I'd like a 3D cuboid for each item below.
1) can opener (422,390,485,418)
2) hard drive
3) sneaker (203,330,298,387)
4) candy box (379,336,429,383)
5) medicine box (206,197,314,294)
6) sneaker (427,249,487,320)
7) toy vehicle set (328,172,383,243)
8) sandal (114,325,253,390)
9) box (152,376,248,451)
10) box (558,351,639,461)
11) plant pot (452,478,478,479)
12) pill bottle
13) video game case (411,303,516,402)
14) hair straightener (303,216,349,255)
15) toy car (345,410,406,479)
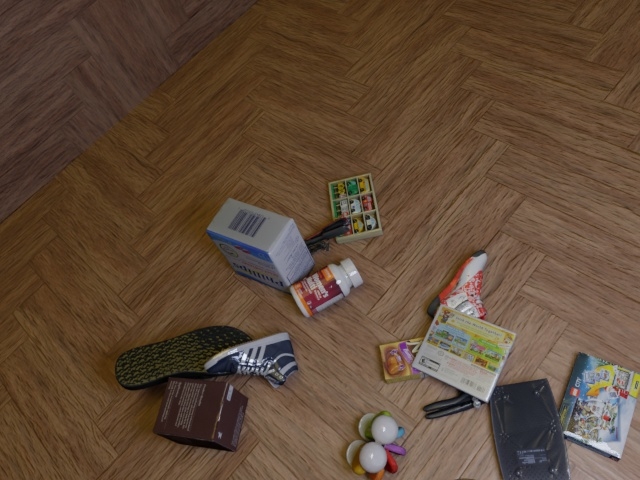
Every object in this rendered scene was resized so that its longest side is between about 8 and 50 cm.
[{"bbox_3d":[0.378,0.457,1.459,0.186,0.073,0.059,-25,94,3],"label":"can opener"},{"bbox_3d":[0.538,0.497,1.347,0.172,0.054,0.254,-20,53,29],"label":"hard drive"},{"bbox_3d":[-0.202,0.388,1.593,0.282,0.099,0.153,-15,70,-25],"label":"sneaker"},{"bbox_3d":[0.277,0.351,1.553,0.187,0.053,0.109,-12,55,8],"label":"candy box"},{"bbox_3d":[-0.195,0.025,1.763,0.264,0.289,0.149,19,63,27],"label":"medicine box"},{"bbox_3d":[0.463,0.164,1.595,0.145,0.090,0.270,37,78,31],"label":"sneaker"},{"bbox_3d":[0.124,-0.120,1.913,0.166,0.035,0.266,-13,55,9],"label":"toy vehicle set"},{"bbox_3d":[-0.424,0.382,1.692,0.446,0.107,0.167,-8,59,-4],"label":"sandal"},{"bbox_3d":[-0.354,0.521,1.567,0.203,0.167,0.168,1,58,18],"label":"box"},{"bbox_3d":[0.725,0.428,1.369,0.159,0.044,0.233,19,66,27],"label":"box"},{"bbox_3d":[0.372,0.717,1.300,0.237,0.032,0.236,-8,57,12],"label":"plant pot"},{"bbox_3d":[0.020,0.151,1.718,0.221,0.121,0.121,-30,55,-3],"label":"pill bottle"},{"bbox_3d":[0.402,0.311,1.471,0.227,0.026,0.206,21,73,31],"label":"video game case"},{"bbox_3d":[0.000,0.000,1.841,0.231,0.047,0.089,-24,53,19],"label":"hair straightener"},{"bbox_3d":[0.164,0.559,1.414,0.136,0.159,0.182,31,67,-6],"label":"toy car"}]
